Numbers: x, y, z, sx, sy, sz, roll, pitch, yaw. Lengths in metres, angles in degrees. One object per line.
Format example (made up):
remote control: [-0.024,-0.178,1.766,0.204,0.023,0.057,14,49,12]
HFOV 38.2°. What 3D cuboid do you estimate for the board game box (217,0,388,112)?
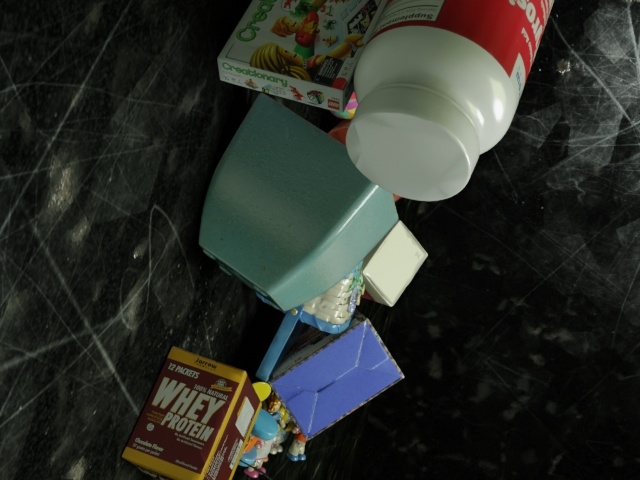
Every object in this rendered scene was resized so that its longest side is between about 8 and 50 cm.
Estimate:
board game box: [-0.004,-0.335,1.386,0.053,0.193,0.305,88,22,-56]

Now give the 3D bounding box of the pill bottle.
pill bottle: [0.184,-0.264,1.313,0.229,0.229,0.407,87,23,-56]

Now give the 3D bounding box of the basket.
basket: [-0.032,0.120,1.818,0.289,0.201,0.255,-60,178,19]

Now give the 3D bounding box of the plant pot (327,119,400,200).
plant pot: [0.134,-0.196,2.046,0.265,0.272,0.272,-42,147,-53]

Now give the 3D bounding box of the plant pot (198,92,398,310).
plant pot: [-0.051,-0.033,1.486,0.252,0.247,0.248,-54,164,-8]

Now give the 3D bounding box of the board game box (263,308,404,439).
board game box: [0.018,0.263,1.921,0.232,0.141,0.291,-33,-175,-3]

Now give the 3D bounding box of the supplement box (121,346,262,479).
supplement box: [-0.201,0.306,1.502,0.194,0.129,0.191,79,31,-64]

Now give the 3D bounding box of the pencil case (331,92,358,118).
pencil case: [0.048,-0.317,1.839,0.236,0.104,0.104,39,68,-76]

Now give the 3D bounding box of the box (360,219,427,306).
box: [0.088,0.031,2.018,0.148,0.232,0.127,-54,126,-18]

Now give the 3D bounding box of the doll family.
doll family: [-0.109,0.436,2.163,0.263,0.118,0.163,-3,117,-57]

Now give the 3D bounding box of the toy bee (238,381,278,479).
toy bee: [-0.160,0.345,1.726,0.195,0.162,0.298,-58,-162,-2]
